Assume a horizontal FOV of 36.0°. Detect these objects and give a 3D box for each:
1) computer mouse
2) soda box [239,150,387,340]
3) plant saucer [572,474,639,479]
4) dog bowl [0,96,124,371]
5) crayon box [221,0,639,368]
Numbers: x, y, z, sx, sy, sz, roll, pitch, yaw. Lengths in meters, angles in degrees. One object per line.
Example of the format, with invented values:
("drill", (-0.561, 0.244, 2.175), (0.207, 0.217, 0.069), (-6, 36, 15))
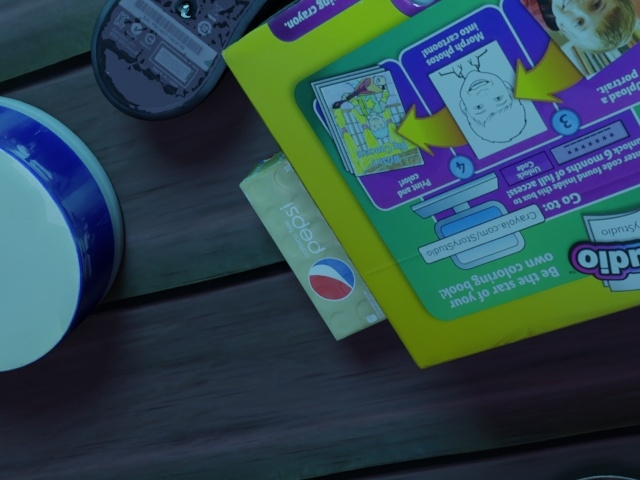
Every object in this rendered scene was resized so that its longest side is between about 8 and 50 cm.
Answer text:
("computer mouse", (-0.089, -0.220, 0.864), (0.188, 0.072, 0.272), (42, 102, -4))
("soda box", (0.000, 0.000, 0.937), (0.061, 0.058, 0.181), (-26, 105, 21))
("plant saucer", (0.298, 0.305, 1.014), (0.168, 0.029, 0.168), (5, 114, 11))
("dog bowl", (-0.339, -0.005, 0.986), (0.264, 0.104, 0.265), (4, 113, 10))
("crayon box", (0.154, -0.095, 0.717), (0.363, 0.106, 0.313), (-23, 107, 38))
